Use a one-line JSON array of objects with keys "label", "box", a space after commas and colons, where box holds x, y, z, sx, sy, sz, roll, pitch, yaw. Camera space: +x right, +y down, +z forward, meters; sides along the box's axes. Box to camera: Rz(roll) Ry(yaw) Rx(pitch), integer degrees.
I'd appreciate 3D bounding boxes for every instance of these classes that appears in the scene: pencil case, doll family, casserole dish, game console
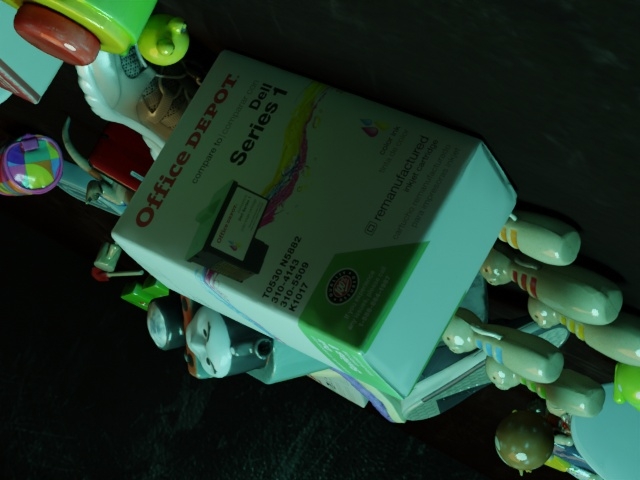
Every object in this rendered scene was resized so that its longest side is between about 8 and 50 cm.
[{"label": "pencil case", "box": [-0.476, -0.120, 2.364, 0.104, 0.104, 0.236, 33, 169, -21]}, {"label": "doll family", "box": [0.331, 0.283, 2.067, 0.163, 0.118, 0.263, 29, 170, 4]}, {"label": "casserole dish", "box": [-0.378, -0.086, 2.433, 0.188, 0.037, 0.114, 20, 167, 39]}, {"label": "game console", "box": [-0.217, -0.088, 1.857, 0.144, 0.124, 0.085, 31, 143, -11]}]

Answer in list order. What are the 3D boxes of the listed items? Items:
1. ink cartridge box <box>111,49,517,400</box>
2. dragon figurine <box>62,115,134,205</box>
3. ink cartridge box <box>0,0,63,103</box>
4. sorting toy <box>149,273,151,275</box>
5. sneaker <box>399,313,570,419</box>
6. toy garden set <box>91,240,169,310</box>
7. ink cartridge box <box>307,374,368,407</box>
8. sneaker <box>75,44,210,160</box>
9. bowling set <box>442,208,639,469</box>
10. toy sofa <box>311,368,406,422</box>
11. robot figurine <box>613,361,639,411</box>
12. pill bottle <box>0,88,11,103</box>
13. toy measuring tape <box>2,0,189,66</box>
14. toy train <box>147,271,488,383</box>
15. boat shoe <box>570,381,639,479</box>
[{"label": "ink cartridge box", "box": [-0.009, -0.020, 1.260, 0.278, 0.201, 0.117, 23, 167, 32]}, {"label": "dragon figurine", "box": [-0.228, -0.058, 1.964, 0.289, 0.085, 0.144, 31, -176, 31]}, {"label": "ink cartridge box", "box": [-0.375, -0.255, 1.355, 0.273, 0.114, 0.197, 26, 170, 22]}, {"label": "sorting toy", "box": [-0.197, 0.023, 2.222, 0.127, 0.126, 0.365, 32, 170, -13]}, {"label": "sneaker", "box": [0.161, 0.082, 1.653, 0.226, 0.163, 0.086, -30, 150, 30]}, {"label": "toy garden set", "box": [-0.193, 0.036, 1.899, 0.203, 0.049, 0.244, 29, 156, -24]}, {"label": "ink cartridge box", "box": [-0.031, 0.097, 2.112, 0.272, 0.130, 0.309, 29, 170, 11]}, {"label": "sneaker", "box": [-0.129, -0.145, 1.375, 0.115, 0.105, 0.281, -8, 152, 22]}, {"label": "bowling set", "box": [0.175, 0.093, 1.365, 0.154, 0.200, 0.287, 22, 164, 42]}, {"label": "toy sofa", "box": [-0.009, 0.084, 1.754, 0.150, 0.177, 0.362, 1, 158, 26]}, {"label": "robot figurine", "box": [0.344, 0.147, 1.506, 0.101, 0.067, 0.115, 14, 162, 48]}, {"label": "pill bottle", "box": [-0.438, -0.221, 1.653, 0.245, 0.130, 0.130, 17, 165, 48]}, {"label": "toy measuring tape", "box": [-0.230, -0.221, 1.104, 0.330, 0.121, 0.121, 29, 171, -28]}, {"label": "toy train", "box": [0.003, 0.058, 1.460, 0.334, 0.142, 0.190, -10, -166, -28]}, {"label": "boat shoe", "box": [0.453, 0.255, 1.618, 0.367, 0.136, 0.156, 15, 169, 18]}]
